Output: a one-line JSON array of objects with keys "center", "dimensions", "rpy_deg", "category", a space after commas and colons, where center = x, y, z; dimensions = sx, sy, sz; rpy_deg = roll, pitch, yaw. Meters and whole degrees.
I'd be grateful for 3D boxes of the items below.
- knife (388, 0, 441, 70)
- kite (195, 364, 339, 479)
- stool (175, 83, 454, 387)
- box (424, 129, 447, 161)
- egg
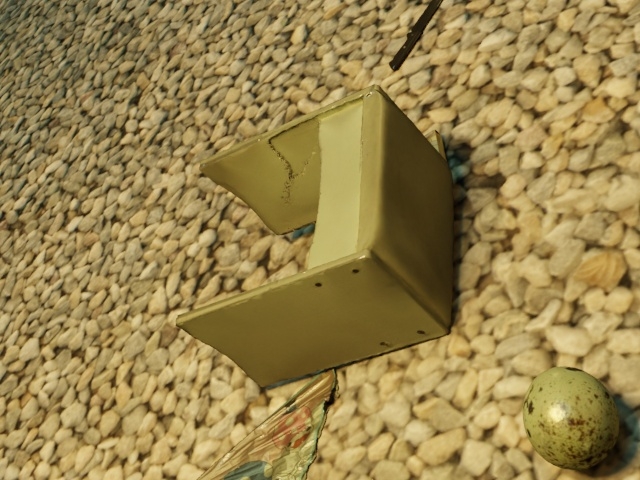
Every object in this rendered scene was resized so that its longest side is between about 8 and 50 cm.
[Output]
[{"center": [0.141, -0.302, 1.784], "dimensions": [0.023, 0.010, 0.170], "rpy_deg": [15, 64, 45], "category": "knife"}, {"center": [-0.060, 0.295, 1.377], "dimensions": [0.368, 0.014, 0.406], "rpy_deg": [-12, 46, 38], "category": "kite"}, {"center": [0.000, 0.000, 1.460], "dimensions": [0.270, 0.170, 0.243], "rpy_deg": [-20, 46, 29], "category": "stool"}, {"center": [0.091, -0.077, 1.595], "dimensions": [0.149, 0.020, 0.073], "rpy_deg": [-31, 38, 20], "category": "box"}, {"center": [0.226, 0.159, 1.163], "dimensions": [0.085, 0.085, 0.110], "rpy_deg": [-37, 21, 11], "category": "egg"}]
